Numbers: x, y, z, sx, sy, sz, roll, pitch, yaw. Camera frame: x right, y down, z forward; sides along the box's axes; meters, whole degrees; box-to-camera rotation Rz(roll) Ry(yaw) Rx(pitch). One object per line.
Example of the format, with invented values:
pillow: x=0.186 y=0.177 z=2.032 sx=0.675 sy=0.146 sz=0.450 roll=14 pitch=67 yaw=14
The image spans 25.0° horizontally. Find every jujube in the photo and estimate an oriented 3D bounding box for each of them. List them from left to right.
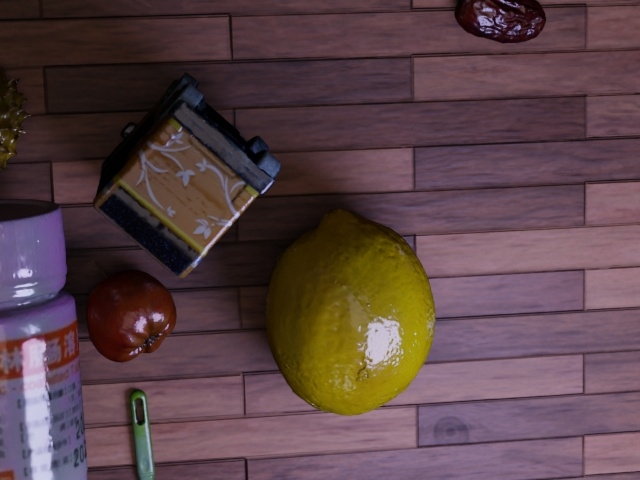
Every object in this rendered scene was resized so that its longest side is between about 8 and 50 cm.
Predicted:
jujube: x=0.246 y=-0.309 z=1.968 sx=0.129 sy=0.077 sz=0.077 roll=10 pitch=98 yaw=-21

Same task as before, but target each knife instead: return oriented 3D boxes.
knife: x=-0.256 y=0.312 z=2.029 sx=0.054 sy=0.015 sz=0.212 roll=-3 pitch=101 yaw=0

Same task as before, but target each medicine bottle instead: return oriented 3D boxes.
medicine bottle: x=-0.420 y=0.150 z=1.874 sx=0.219 sy=0.219 sz=0.388 roll=-3 pitch=99 yaw=-8

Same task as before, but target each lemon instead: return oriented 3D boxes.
lemon: x=0.039 y=0.103 z=1.926 sx=0.236 sy=0.236 sz=0.263 roll=-27 pitch=132 yaw=-3

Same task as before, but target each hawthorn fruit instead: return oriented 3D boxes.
hawthorn fruit: x=-0.259 y=0.095 z=1.938 sx=0.125 sy=0.125 sz=0.140 roll=-29 pitch=104 yaw=-2

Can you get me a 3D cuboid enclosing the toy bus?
toy bus: x=-0.175 y=-0.087 z=1.816 sx=0.162 sy=0.323 sz=0.194 roll=41 pitch=94 yaw=-12

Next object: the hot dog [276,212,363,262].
hot dog: x=0.000 y=0.000 z=2.005 sx=0.137 sy=0.028 sz=0.044 roll=-29 pitch=128 yaw=0

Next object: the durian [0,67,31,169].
durian: x=-0.498 y=-0.151 z=1.852 sx=0.249 sy=0.138 sz=0.183 roll=-32 pitch=67 yaw=-8
